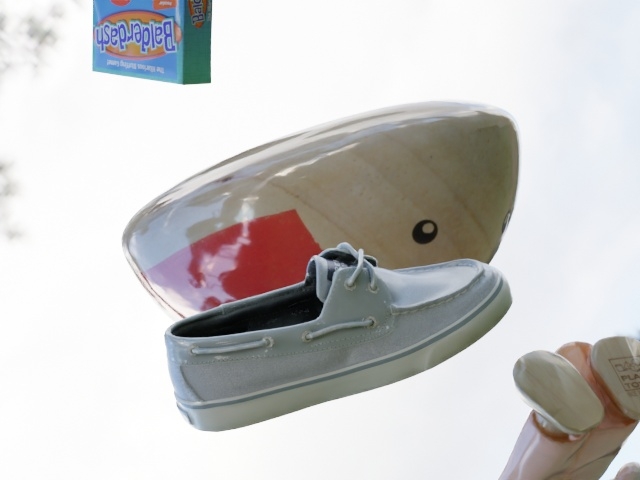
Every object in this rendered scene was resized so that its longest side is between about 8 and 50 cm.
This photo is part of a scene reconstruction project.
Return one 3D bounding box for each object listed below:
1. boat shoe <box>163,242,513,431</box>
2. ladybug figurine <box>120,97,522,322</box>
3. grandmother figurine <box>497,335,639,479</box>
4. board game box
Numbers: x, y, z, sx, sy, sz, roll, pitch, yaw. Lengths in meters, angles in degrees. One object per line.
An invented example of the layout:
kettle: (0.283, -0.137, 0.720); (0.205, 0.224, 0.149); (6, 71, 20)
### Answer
boat shoe: (0.010, 0.048, 1.081); (0.227, 0.079, 0.081); (-20, -66, -6)
ladybug figurine: (0.000, 0.000, 1.517); (0.305, 0.162, 0.449); (-10, -6, -37)
grandmother figurine: (0.169, 0.212, 1.364); (0.208, 0.104, 0.342); (-1, -41, -20)
board game box: (-0.187, -0.284, 1.894); (0.047, 0.160, 0.210); (-10, -74, -46)
